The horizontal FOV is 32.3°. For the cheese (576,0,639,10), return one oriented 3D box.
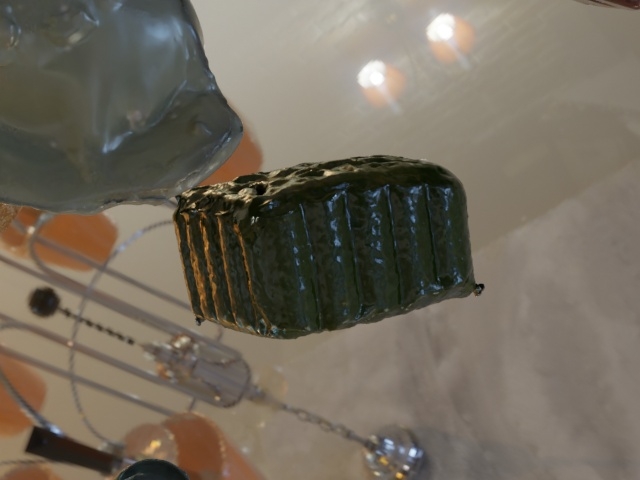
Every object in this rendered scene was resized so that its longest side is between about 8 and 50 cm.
[{"bbox_3d":[0.271,-0.345,1.242,0.203,0.177,0.128,-102,-152,-75],"label":"cheese"}]

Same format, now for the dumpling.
[{"bbox_3d":[-0.261,-0.153,0.976,0.315,0.233,0.395,-35,-111,-27],"label":"dumpling"}]

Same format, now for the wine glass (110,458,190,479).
[{"bbox_3d":[-0.159,0.222,0.833,0.155,0.073,0.073,-39,-134,42],"label":"wine glass"}]

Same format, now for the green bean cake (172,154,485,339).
[{"bbox_3d":[0.000,0.000,1.109,0.250,0.247,0.156,1,-78,64],"label":"green bean cake"}]

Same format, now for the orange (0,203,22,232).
[{"bbox_3d":[-0.549,-0.149,1.541,0.293,0.340,0.340,-38,-134,-11],"label":"orange"}]
